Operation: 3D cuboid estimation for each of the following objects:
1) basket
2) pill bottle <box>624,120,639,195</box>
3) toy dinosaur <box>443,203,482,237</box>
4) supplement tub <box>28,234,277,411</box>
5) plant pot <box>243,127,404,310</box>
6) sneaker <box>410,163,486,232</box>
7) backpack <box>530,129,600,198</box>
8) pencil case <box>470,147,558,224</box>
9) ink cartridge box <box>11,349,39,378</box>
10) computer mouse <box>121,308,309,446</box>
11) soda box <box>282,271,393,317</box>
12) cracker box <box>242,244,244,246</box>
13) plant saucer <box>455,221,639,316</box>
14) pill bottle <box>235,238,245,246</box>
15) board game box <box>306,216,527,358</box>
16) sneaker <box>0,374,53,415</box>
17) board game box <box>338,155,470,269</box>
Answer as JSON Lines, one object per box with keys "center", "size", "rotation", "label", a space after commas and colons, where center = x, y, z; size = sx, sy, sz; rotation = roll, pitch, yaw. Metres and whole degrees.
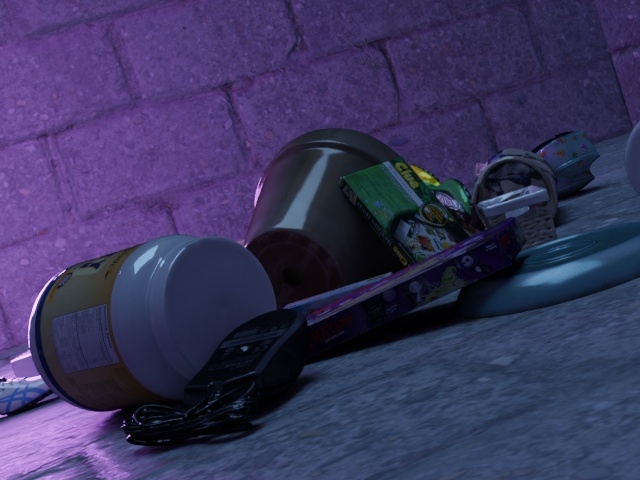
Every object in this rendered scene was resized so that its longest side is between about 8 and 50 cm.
{"center": [0.343, -0.029, 1.812], "size": [0.113, 0.103, 0.167], "rotation": [-18, 4, 5], "label": "basket"}
{"center": [0.635, -0.158, 1.717], "size": [0.176, 0.176, 0.318], "rotation": [-16, 4, 38], "label": "pill bottle"}
{"center": [0.191, -0.052, 2.049], "size": [0.200, 0.296, 0.127], "rotation": [-19, -26, -42], "label": "toy dinosaur"}
{"center": [-0.235, 0.117, 1.464], "size": [0.316, 0.228, 0.228], "rotation": [-15, 5, 43], "label": "supplement tub"}
{"center": [0.000, 0.000, 1.843], "size": [0.323, 0.323, 0.280], "rotation": [-16, 20, 28], "label": "plant pot"}
{"center": [0.247, -0.059, 2.347], "size": [0.146, 0.134, 0.343], "rotation": [-36, 27, -15], "label": "sneaker"}
{"center": [0.583, -0.182, 2.540], "size": [0.166, 0.144, 0.188], "rotation": [-18, -20, -26], "label": "backpack"}
{"center": [0.406, -0.106, 2.196], "size": [0.183, 0.160, 0.410], "rotation": [0, 7, 11], "label": "pencil case"}
{"center": [-0.486, 0.235, 2.074], "size": [0.203, 0.086, 0.148], "rotation": [-19, 3, 3], "label": "ink cartridge box"}
{"center": [-0.096, 0.173, 1.259], "size": [0.188, 0.072, 0.272], "rotation": [-14, 18, 32], "label": "computer mouse"}
{"center": [0.035, 0.105, 1.645], "size": [0.183, 0.058, 0.063], "rotation": [-18, 3, 9], "label": "soda box"}
{"center": [-0.121, 0.083, 1.993], "size": [0.067, 0.156, 0.232], "rotation": [-17, 3, 27], "label": "cracker box"}
{"center": [0.329, 0.033, 1.418], "size": [0.317, 0.044, 0.317], "rotation": [-19, 3, 1], "label": "plant saucer"}
{"center": [-0.255, 0.101, 2.456], "size": [0.264, 0.153, 0.153], "rotation": [-18, 3, 7], "label": "pill bottle"}
{"center": [0.115, 0.071, 1.468], "size": [0.347, 0.056, 0.208], "rotation": [-27, -4, 18], "label": "board game box"}
{"center": [-0.588, 0.279, 1.916], "size": [0.237, 0.086, 0.085], "rotation": [-17, 2, 5], "label": "sneaker"}
{"center": [0.155, -0.027, 1.722], "size": [0.136, 0.260, 0.030], "rotation": [-21, -30, -29], "label": "board game box"}
